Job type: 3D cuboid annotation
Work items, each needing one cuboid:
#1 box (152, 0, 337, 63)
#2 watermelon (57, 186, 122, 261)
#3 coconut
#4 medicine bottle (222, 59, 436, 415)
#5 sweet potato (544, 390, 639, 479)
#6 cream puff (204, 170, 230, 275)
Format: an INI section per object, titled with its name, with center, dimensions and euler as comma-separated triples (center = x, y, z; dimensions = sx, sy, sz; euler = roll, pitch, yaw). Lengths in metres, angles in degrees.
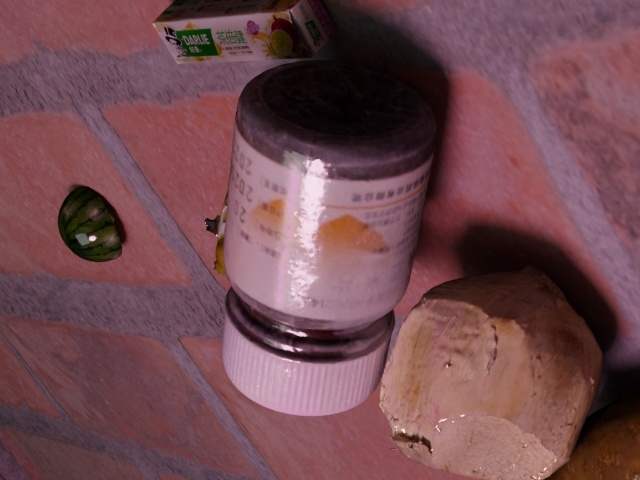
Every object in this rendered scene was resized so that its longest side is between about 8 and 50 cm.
[box]
center = -0.072, -0.189, 1.120
dimensions = 0.207, 0.041, 0.050
euler = 7, 138, 49
[watermelon]
center = -0.304, -0.013, 1.637
dimensions = 0.105, 0.062, 0.105
euler = 40, 151, 27
[coconut]
center = 0.153, 0.111, 1.096
dimensions = 0.194, 0.194, 0.194
euler = 32, 150, 21
[medicine bottle]
center = 0.000, 0.000, 1.074
dimensions = 0.165, 0.165, 0.273
euler = 27, 127, 29
[sweet potato]
center = 0.262, 0.238, 1.170
dimensions = 0.130, 0.130, 0.422
euler = 39, 152, 10
[cream puff]
center = -0.035, -0.011, 1.242
dimensions = 0.156, 0.121, 0.156
euler = 25, -167, -6
